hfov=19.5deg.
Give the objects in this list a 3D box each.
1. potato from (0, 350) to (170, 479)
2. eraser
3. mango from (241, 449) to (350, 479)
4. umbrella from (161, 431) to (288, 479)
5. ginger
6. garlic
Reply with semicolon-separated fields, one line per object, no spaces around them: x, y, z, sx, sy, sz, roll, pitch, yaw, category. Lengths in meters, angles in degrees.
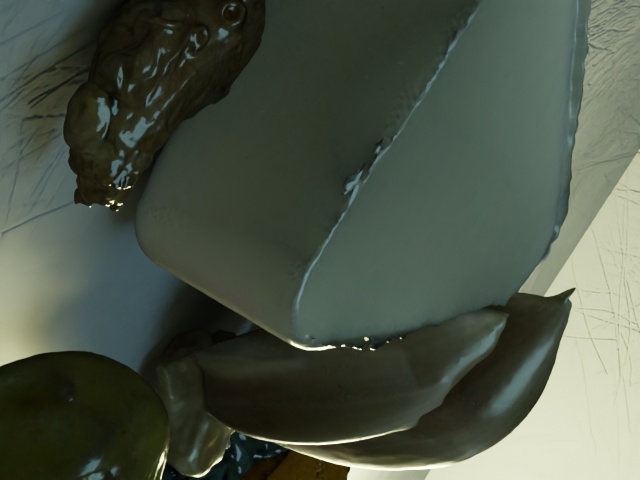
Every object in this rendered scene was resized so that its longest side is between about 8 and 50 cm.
-0.169;0.156;1.138;0.200;0.137;0.154;109;-10;-47;potato
0.057;-0.063;1.237;0.331;0.150;0.331;-38;143;-36;eraser
-0.055;0.239;1.744;0.156;0.151;0.248;-26;-162;41;mango
-0.043;0.140;1.621;0.349;0.094;0.143;-45;167;-47;umbrella
-0.037;-0.138;0.997;0.290;0.084;0.122;-52;160;-18;ginger
0.043;0.111;1.435;0.279;0.325;0.132;18;67;-77;garlic
